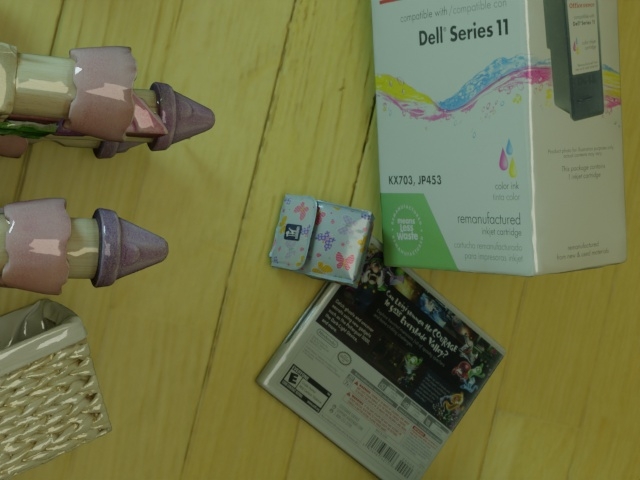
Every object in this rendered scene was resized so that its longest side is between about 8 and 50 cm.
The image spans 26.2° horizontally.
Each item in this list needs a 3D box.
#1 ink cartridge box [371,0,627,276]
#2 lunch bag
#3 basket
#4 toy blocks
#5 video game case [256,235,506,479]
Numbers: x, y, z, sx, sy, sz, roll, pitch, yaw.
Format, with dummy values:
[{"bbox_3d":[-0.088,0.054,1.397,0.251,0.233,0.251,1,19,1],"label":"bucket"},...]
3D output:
[{"bbox_3d":[0.149,-0.152,1.197,0.119,0.207,0.353,-6,95,-35],"label":"ink cartridge box"},{"bbox_3d":[0.000,0.000,1.228,0.083,0.053,0.071,15,85,10],"label":"lunch bag"},{"bbox_3d":[-0.263,0.129,1.097,0.167,0.113,0.103,-22,105,-21],"label":"basket"},{"bbox_3d":[-0.194,-0.115,1.021,0.260,0.288,0.308,2,89,-20],"label":"toy blocks"},{"bbox_3d":[0.060,0.117,1.282,0.190,0.022,0.173,40,78,-19],"label":"video game case"}]
